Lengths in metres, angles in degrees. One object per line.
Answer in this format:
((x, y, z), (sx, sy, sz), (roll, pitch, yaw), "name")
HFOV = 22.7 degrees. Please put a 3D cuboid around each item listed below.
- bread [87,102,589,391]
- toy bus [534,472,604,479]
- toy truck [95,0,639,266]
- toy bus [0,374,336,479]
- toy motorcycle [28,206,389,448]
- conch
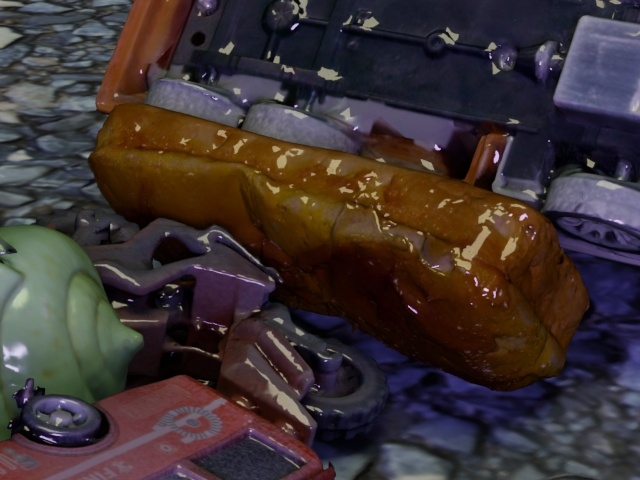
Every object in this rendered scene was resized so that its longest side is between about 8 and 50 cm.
((0.001, -0.001, 0.824), (0.271, 0.139, 0.077), (18, 72, 32), "bread")
((0.039, 0.137, 0.587), (0.191, 0.064, 0.075), (-11, 14, -26), "toy bus")
((0.084, -0.086, 0.937), (0.388, 0.173, 0.207), (15, -10, 29), "toy truck")
((-0.093, 0.103, 0.458), (0.096, 0.073, 0.235), (22, 23, 27), "toy bus")
((-0.075, 0.048, 0.768), (0.212, 0.084, 0.118), (27, 31, 24), "toy motorcycle")
((-0.199, 0.049, 0.658), (0.251, 0.143, 0.137), (8, 63, 1), "conch")
